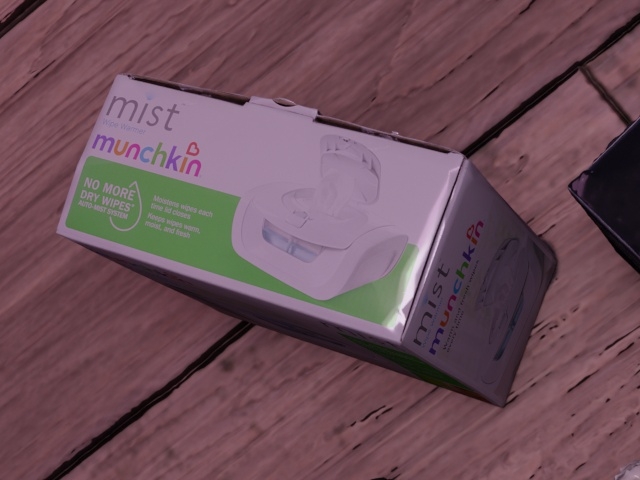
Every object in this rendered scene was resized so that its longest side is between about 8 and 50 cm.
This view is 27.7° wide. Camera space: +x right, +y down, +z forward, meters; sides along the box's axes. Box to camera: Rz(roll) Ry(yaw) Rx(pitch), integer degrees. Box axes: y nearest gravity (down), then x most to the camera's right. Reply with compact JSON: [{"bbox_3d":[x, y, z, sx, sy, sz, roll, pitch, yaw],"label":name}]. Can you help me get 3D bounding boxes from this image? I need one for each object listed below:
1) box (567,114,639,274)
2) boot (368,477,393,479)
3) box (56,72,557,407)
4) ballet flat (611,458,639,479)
[{"bbox_3d":[0.260,-0.036,0.829,0.156,0.158,0.093,-44,62,7],"label":"box"},{"bbox_3d":[0.037,0.344,0.832,0.222,0.118,0.338,30,100,38],"label":"boot"},{"bbox_3d":[0.000,0.000,0.894,0.262,0.231,0.127,17,82,26],"label":"box"},{"bbox_3d":[0.177,0.321,0.779,0.147,0.147,0.409,5,78,25],"label":"ballet flat"}]
